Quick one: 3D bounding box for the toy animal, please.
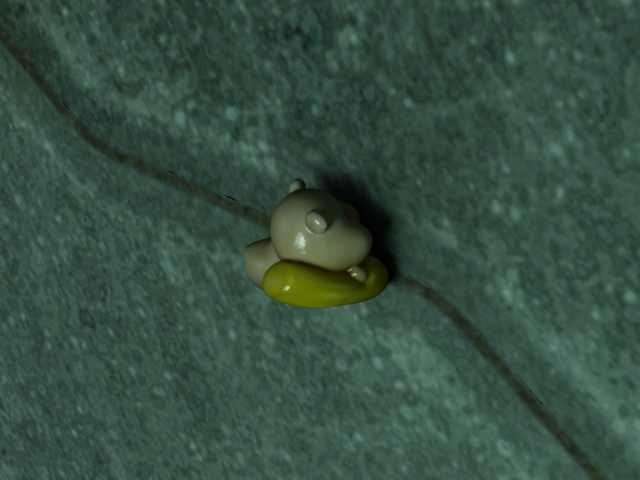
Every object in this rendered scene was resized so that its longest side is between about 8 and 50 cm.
[{"bbox_3d":[0.000,0.000,1.015,0.114,0.091,0.082,-162,72,-72],"label":"toy animal"}]
